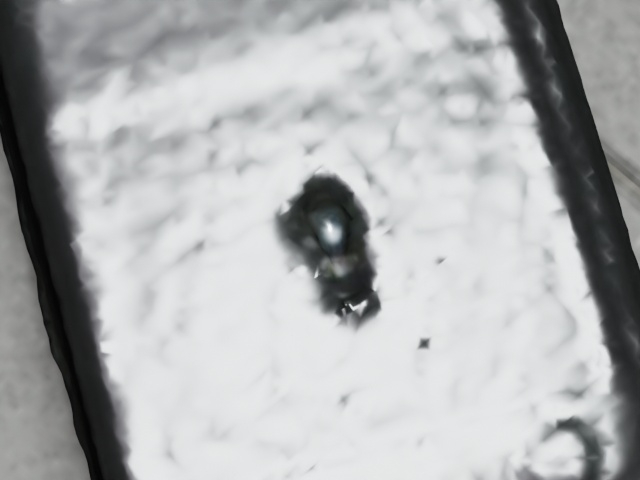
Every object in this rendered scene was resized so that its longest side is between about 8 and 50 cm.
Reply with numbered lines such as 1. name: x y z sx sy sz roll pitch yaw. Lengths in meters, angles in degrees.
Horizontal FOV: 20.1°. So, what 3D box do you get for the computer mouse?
1. computer mouse: 0.000 0.000 0.530 0.170 0.100 0.269 -14 87 -8
